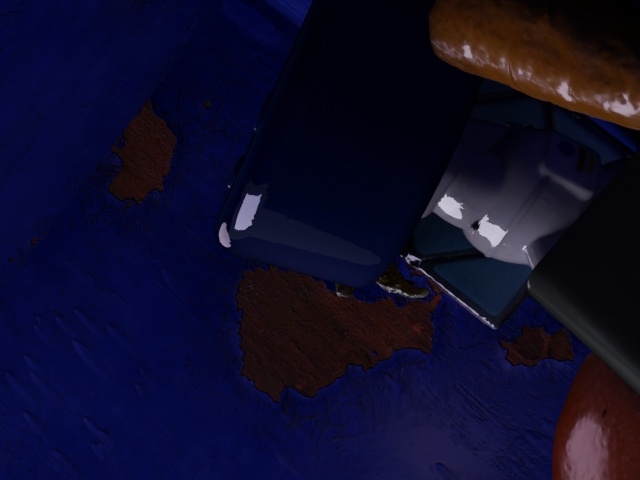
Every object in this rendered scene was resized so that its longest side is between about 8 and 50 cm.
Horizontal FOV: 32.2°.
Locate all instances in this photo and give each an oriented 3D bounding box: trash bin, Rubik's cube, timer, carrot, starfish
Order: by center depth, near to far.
[{"bbox_3d":[0.139,-0.096,0.566,0.072,0.072,0.205,33,-178,-43],"label":"carrot"},{"bbox_3d":[0.276,0.056,0.706,0.240,0.164,0.122,46,-171,35],"label":"trash bin"},{"bbox_3d":[0.135,-0.044,0.882,0.384,0.270,0.270,24,-173,-6],"label":"timer"},{"bbox_3d":[0.000,0.000,1.004,0.176,0.053,0.208,18,-173,-24],"label":"starfish"},{"bbox_3d":[0.161,-0.053,1.090,0.205,0.205,0.207,39,-176,11],"label":"Rubik's cube"}]

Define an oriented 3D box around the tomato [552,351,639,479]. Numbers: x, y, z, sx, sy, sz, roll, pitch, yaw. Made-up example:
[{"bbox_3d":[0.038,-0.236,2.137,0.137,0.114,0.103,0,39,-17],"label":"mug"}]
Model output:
[{"bbox_3d":[0.364,0.201,0.894,0.341,0.341,0.273,40,159,18],"label":"tomato"}]
